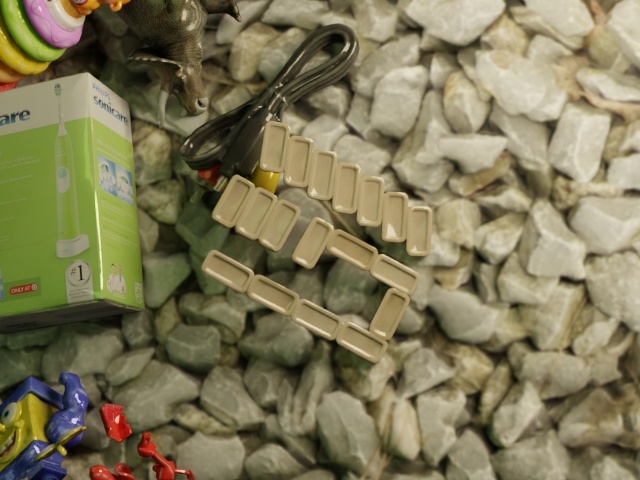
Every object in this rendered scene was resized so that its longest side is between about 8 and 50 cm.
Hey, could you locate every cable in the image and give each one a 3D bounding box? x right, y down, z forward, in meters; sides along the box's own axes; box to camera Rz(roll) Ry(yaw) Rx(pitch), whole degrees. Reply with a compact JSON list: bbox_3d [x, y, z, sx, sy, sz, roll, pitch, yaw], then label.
[{"bbox_3d":[-0.064,-0.150,1.196,0.139,0.072,0.287,27,75,30],"label":"cable"}]

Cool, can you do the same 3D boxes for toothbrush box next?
[{"bbox_3d":[-0.344,-0.040,1.199,0.206,0.122,0.283,-11,78,13],"label":"toothbrush box"}]

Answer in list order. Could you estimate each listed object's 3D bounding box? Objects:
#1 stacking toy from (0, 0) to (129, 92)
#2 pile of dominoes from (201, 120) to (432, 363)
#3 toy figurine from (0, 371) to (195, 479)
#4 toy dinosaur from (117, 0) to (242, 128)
[{"bbox_3d":[-0.356,-0.278,1.203,0.302,0.166,0.175,-14,76,22],"label":"stacking toy"},{"bbox_3d":[0.000,0.000,1.125,0.251,0.040,0.196,29,86,-6],"label":"pile of dominoes"},{"bbox_3d":[-0.349,0.282,1.160,0.362,0.191,0.217,-44,42,11],"label":"toy figurine"},{"bbox_3d":[-0.202,-0.317,1.218,0.160,0.121,0.313,-26,77,2],"label":"toy dinosaur"}]
